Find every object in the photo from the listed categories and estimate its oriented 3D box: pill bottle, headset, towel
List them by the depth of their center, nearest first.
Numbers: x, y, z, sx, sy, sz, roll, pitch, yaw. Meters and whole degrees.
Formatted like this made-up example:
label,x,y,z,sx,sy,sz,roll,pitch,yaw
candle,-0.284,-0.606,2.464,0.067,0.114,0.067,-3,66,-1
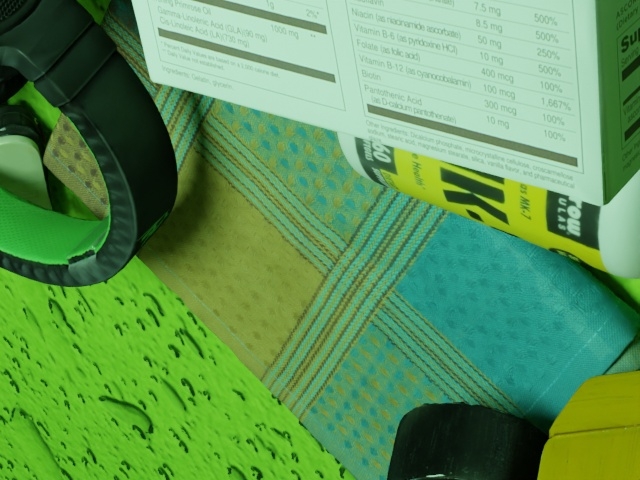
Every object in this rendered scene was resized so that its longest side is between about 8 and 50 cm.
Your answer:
label,x,y,z,sx,sy,sz,roll,pitch,yaw
pill bottle,0.122,-0.052,0.835,0.209,0.119,0.119,22,135,29
headset,-0.234,-0.147,1.056,0.394,0.185,0.243,47,146,-18
towel,0.000,0.000,1.064,0.370,0.040,0.271,45,141,7

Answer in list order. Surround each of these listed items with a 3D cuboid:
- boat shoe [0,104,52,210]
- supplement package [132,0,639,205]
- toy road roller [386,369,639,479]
label,x,y,z,sx,sy,sz,roll,pitch,yaw
boat shoe,-0.208,-0.036,1.225,0.049,0.042,0.133,-1,139,-8
supplement package,0.077,-0.163,0.664,0.204,0.262,0.145,18,134,33
toy road roller,0.184,0.209,0.941,0.330,0.202,0.240,-13,140,38
